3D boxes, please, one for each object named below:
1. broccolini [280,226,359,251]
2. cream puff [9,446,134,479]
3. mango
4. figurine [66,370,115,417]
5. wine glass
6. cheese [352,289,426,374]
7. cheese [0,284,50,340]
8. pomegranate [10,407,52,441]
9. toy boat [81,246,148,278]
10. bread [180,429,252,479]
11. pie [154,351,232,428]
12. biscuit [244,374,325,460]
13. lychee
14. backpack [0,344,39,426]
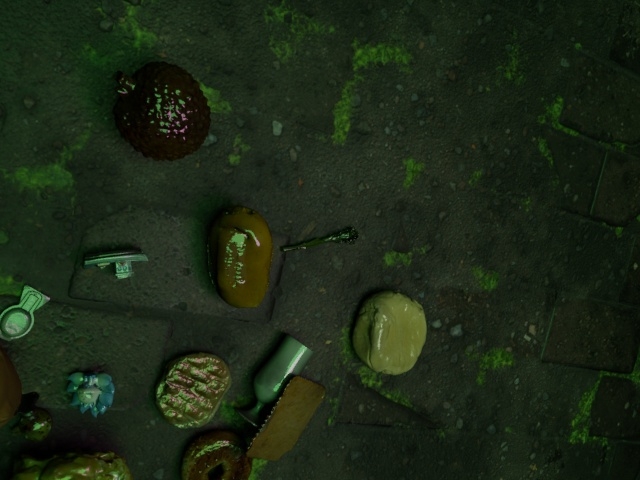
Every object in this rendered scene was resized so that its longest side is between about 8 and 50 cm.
[{"bbox_3d":[0.000,-0.001,1.616,0.217,0.044,0.042,-8,118,-21],"label":"broccolini"},{"bbox_3d":[-0.547,0.524,1.338,0.281,0.185,0.282,-21,138,-20],"label":"cream puff"},{"bbox_3d":[-0.179,0.039,1.464,0.151,0.155,0.249,-28,117,-59],"label":"mango"},{"bbox_3d":[-0.505,0.343,1.386,0.114,0.079,0.115,0,95,-1],"label":"figurine"},{"bbox_3d":[-0.112,0.353,1.580,0.103,0.103,0.231,40,78,-27],"label":"wine glass"},{"bbox_3d":[0.198,0.252,1.718,0.213,0.117,0.226,13,89,-35],"label":"cheese"},{"bbox_3d":[-0.630,0.157,1.318,0.067,0.026,0.121,39,81,-28],"label":"cheese"},{"bbox_3d":[-0.620,0.394,1.345,0.084,0.073,0.073,5,97,-13],"label":"pomegranate"},{"bbox_3d":[-0.448,0.052,1.374,0.139,0.059,0.066,-8,91,-27],"label":"toy boat"},{"bbox_3d":[-0.258,0.558,1.566,0.193,0.064,0.194,-7,108,-23],"label":"bread"},{"bbox_3d":[-0.309,0.356,1.510,0.195,0.046,0.195,-6,103,-28],"label":"pie"},{"bbox_3d":[-0.082,0.459,1.599,0.232,0.013,0.237,-57,149,-7],"label":"biscuit"},{"bbox_3d":[-0.335,-0.272,1.304,0.238,0.200,0.200,37,81,-42],"label":"lychee"},{"bbox_3d":[-0.699,0.221,1.128,0.201,0.353,0.378,-42,116,0],"label":"backpack"}]
